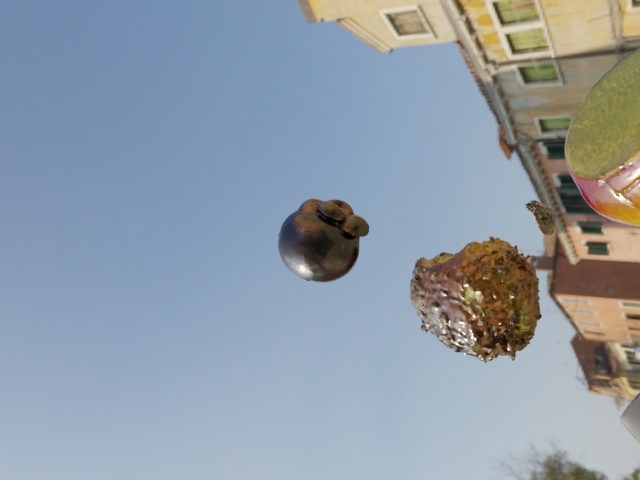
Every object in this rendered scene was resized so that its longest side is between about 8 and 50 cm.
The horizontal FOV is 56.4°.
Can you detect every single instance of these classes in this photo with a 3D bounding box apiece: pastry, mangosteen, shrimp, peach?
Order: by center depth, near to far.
[{"bbox_3d":[0.480,-0.151,0.794,0.274,0.246,0.248,113,153,-73],"label":"peach"},{"bbox_3d":[0.000,0.000,1.395,0.210,0.210,0.209,-9,-80,-57],"label":"mangosteen"},{"bbox_3d":[0.441,0.172,1.683,0.293,0.405,0.337,-18,-93,-31],"label":"pastry"},{"bbox_3d":[0.741,-0.082,2.001,0.190,0.042,0.101,30,-115,-36],"label":"shrimp"}]

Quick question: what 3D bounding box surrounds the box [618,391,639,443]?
[{"bbox_3d":[0.829,0.468,1.288,0.145,0.173,0.333,-58,13,14],"label":"box"}]
